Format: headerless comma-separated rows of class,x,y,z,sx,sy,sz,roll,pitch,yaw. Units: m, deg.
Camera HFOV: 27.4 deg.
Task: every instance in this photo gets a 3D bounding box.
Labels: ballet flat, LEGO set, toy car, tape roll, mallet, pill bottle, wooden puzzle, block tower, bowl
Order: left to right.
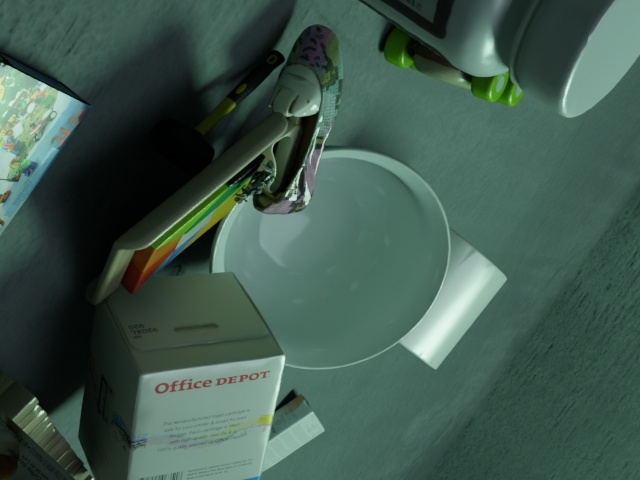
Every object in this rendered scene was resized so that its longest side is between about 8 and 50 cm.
block tower,-0.335,0.231,1.447,0.097,0.091,0.335,-46,159,-16
wooden puzzle,-0.139,-0.024,1.372,0.221,0.044,0.239,-42,-178,-25
mallet,-0.108,-0.147,1.390,0.189,0.062,0.039,-56,171,-33
LEGO set,-0.063,-0.057,1.354,0.054,0.023,0.083,-44,177,-7
ballet flat,-0.030,-0.125,1.434,0.079,0.077,0.221,-20,131,-51
bowl,0.000,0.000,1.624,0.298,0.134,0.297,-6,116,-13
tape roll,0.119,0.046,1.875,0.169,0.246,0.246,-51,159,0
pill bottle,0.128,-0.277,1.191,0.204,0.361,0.204,-43,158,-22
toy car,0.195,-0.284,1.649,0.149,0.155,0.188,-3,116,-64

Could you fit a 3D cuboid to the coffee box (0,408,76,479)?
coffee box,-0.336,0.217,1.199,0.141,0.246,0.098,-42,157,-22

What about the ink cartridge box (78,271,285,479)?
ink cartridge box,-0.163,0.177,1.489,0.171,0.168,0.232,-5,126,-27

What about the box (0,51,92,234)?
box,-0.310,-0.049,1.101,0.233,0.044,0.159,-54,159,5

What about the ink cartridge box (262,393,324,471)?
ink cartridge box,-0.085,0.344,2.255,0.179,0.045,0.145,-31,157,-4
